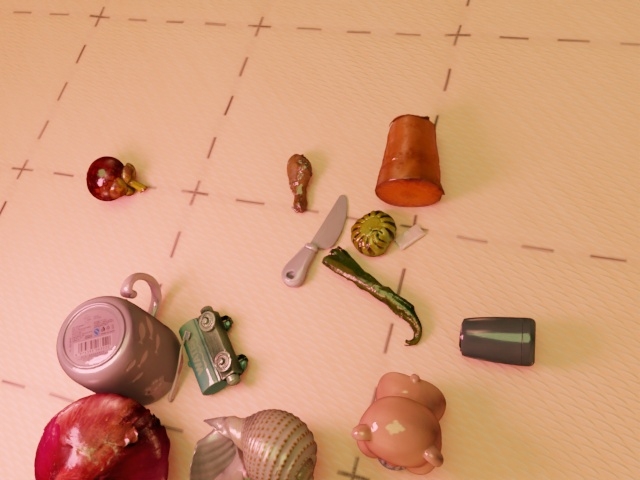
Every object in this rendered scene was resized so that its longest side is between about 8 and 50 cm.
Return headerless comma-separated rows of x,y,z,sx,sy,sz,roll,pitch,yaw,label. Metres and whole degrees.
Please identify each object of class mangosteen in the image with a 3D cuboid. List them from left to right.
-0.662,-0.200,2.130,0.181,0.146,0.156,3,63,15,mangosteen

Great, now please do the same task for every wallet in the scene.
0.254,-0.009,1.891,0.083,0.011,0.044,-34,61,-4,wallet

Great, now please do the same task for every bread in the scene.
0.152,-0.023,1.891,0.139,0.071,0.130,-39,58,-7,bread

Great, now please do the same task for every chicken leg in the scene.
-0.064,-0.176,2.021,0.085,0.069,0.197,-6,70,12,chicken leg

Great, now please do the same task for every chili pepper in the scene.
0.147,0.142,1.815,0.085,0.076,0.359,-30,58,-31,chili pepper

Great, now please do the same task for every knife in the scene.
0.001,0.001,1.937,0.080,0.044,0.331,28,70,24,knife

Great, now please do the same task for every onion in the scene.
-0.555,0.561,1.600,0.348,0.385,0.347,1,94,11,onion

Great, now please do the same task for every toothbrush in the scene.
-0.392,0.348,1.832,0.022,0.017,0.204,15,91,33,toothbrush

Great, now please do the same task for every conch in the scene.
-0.157,0.554,1.607,0.319,0.215,0.303,3,54,50,conch

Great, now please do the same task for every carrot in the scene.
0.262,-0.239,1.904,0.196,0.196,0.254,0,64,14,carrot

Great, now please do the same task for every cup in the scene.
-0.534,0.251,1.806,0.259,0.274,0.356,8,68,17,cup

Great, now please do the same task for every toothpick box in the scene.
0.443,0.248,1.660,0.184,0.120,0.120,3,65,18,toothpick box

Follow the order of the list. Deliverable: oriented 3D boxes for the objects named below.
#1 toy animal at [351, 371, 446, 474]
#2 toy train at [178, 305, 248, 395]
0.203,0.427,1.568,0.210,0.229,0.221,15,67,14,toy animal
-0.305,0.307,1.834,0.159,0.101,0.248,-35,60,14,toy train
